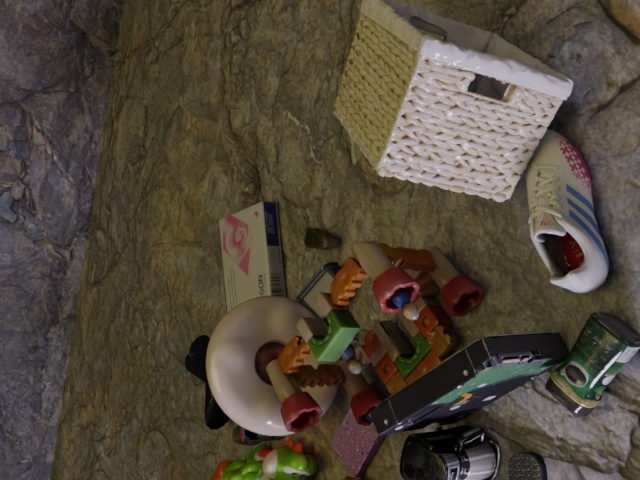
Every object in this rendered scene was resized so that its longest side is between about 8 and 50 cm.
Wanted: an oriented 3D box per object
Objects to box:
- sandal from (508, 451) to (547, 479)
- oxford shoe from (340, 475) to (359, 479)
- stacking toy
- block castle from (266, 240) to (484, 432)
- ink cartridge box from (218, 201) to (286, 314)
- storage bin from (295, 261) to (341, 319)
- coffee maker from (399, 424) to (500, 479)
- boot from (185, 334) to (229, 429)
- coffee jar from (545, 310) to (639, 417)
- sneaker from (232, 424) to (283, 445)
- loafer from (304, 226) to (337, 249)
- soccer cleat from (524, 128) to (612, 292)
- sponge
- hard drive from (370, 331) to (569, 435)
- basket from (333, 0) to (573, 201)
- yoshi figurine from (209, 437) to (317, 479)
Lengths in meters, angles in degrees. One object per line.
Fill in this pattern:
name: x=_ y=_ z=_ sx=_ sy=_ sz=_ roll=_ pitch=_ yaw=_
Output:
sandal: x=0.411 y=0.541 z=1.463 sx=0.097 sy=0.054 sz=0.254 roll=-3 pitch=75 yaw=44
oxford shoe: x=0.083 y=0.620 z=1.794 sx=0.348 sy=0.123 sz=0.130 roll=-39 pitch=62 yaw=43
stacking toy: x=-0.178 y=0.369 z=2.063 sx=0.480 sy=0.351 sz=0.350 roll=137 pitch=126 yaw=-63
block castle: x=0.119 y=0.227 z=1.624 sx=0.453 sy=0.303 sz=0.212 roll=-56 pitch=48 yaw=26
ink cartridge box: x=-0.230 y=0.078 z=2.269 sx=0.330 sy=0.071 sz=0.324 roll=-20 pitch=73 yaw=48
storage bin: x=0.022 y=0.134 z=1.934 sx=0.135 sy=0.098 sz=0.091 roll=-49 pitch=68 yaw=18
coffee maker: x=0.249 y=0.449 z=1.559 sx=0.171 sy=0.178 sz=0.120 roll=-13 pitch=77 yaw=50
boot: x=-0.347 y=0.438 z=2.366 sx=0.207 sy=0.094 sz=0.246 roll=19 pitch=96 yaw=47
coffee jar: x=0.485 y=0.225 z=1.358 sx=0.096 sy=0.079 sz=0.184 roll=47 pitch=122 yaw=38
sneaker: x=-0.196 y=0.547 z=2.180 sx=0.221 sy=0.087 sz=0.083 roll=-29 pitch=65 yaw=46
loafer: x=0.000 y=0.000 z=2.003 sx=0.148 sy=0.050 sz=0.056 roll=31 pitch=109 yaw=65
soccer cleat: x=0.434 y=-0.064 z=1.389 sx=0.116 sy=0.143 sz=0.331 roll=-35 pitch=61 yaw=45
sponge: x=0.103 y=0.467 z=1.857 sx=0.117 sy=0.031 sz=0.210 roll=48 pitch=123 yaw=42
hard drive: x=0.286 y=0.280 z=1.479 sx=0.339 sy=0.237 sz=0.064 roll=-44 pitch=56 yaw=41
basket: x=0.230 y=-0.281 z=1.468 sx=0.331 sy=0.328 sz=0.266 roll=-117 pitch=43 yaw=-54
yoshi figurine: x=-0.151 y=0.672 z=2.052 sx=0.362 sy=0.204 sz=0.203 roll=-30 pitch=81 yaw=44
